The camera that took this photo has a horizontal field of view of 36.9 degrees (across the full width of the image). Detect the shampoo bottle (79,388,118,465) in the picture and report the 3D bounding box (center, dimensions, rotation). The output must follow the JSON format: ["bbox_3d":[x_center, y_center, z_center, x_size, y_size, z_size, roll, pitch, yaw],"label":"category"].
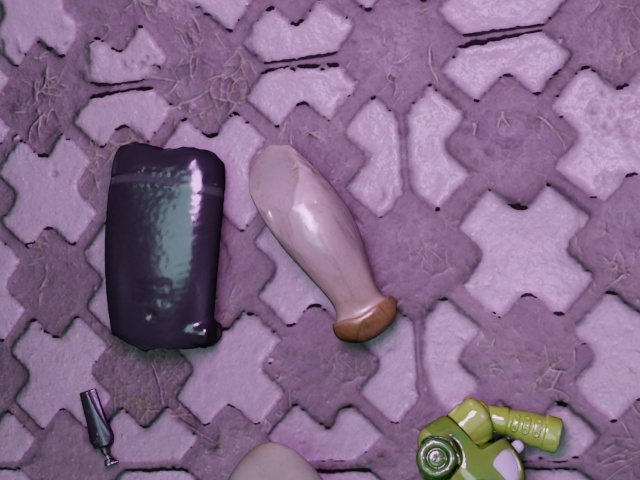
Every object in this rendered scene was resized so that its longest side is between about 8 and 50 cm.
[{"bbox_3d":[-0.393,0.332,1.699,0.048,0.027,0.137,-19,87,20],"label":"shampoo bottle"}]

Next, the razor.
[{"bbox_3d":[-0.259,0.012,1.598,0.204,0.113,0.349,3,93,16],"label":"razor"}]

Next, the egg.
[{"bbox_3d":[-0.067,0.465,1.501,0.218,0.218,0.295,-16,73,18],"label":"egg"}]

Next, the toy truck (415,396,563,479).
[{"bbox_3d":[0.242,0.318,1.438,0.187,0.148,0.210,29,78,16],"label":"toy truck"}]

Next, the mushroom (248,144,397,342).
[{"bbox_3d":[0.000,0.000,1.510,0.128,0.128,0.350,-30,87,17],"label":"mushroom"}]
